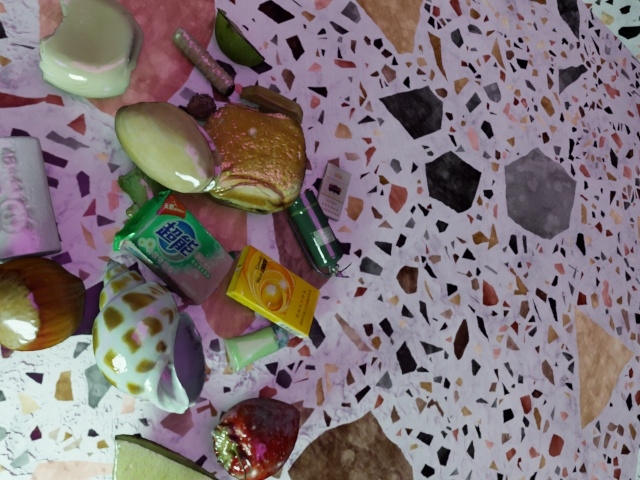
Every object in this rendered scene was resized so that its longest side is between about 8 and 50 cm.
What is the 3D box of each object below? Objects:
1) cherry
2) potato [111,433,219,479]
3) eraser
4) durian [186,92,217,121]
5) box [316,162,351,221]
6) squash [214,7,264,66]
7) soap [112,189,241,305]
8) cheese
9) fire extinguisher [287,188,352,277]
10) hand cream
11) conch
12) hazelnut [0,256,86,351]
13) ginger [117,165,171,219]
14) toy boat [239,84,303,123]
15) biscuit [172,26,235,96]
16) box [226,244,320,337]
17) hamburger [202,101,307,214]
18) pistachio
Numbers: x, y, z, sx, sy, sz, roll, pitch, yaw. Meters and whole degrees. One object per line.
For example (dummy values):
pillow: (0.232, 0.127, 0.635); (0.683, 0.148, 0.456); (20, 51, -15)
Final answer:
cherry: (-0.148, 0.491, 1.233); (0.249, 0.192, 0.175); (-22, 129, -39)
potato: (-0.412, 0.606, 1.111); (0.269, 0.112, 0.255); (33, 70, -16)
eraser: (-0.701, -0.090, 1.097); (0.173, 0.094, 0.271); (-11, 85, -26)
durian: (-0.331, -0.366, 1.357); (0.091, 0.080, 0.080); (-40, 101, 3)
box: (0.038, -0.152, 1.541); (0.089, 0.024, 0.167); (23, 72, -22)
squash: (-0.257, -0.575, 1.419); (0.085, 0.184, 0.192); (-42, 101, 12)
soap: (-0.350, 0.020, 1.220); (0.273, 0.097, 0.218); (54, 55, -35)
cheese: (-0.574, -0.490, 1.220); (0.233, 0.127, 0.266); (18, 71, -24)
fire extinguisher: (0.000, 0.000, 1.457); (0.118, 0.093, 0.295); (-28, 95, -13)
hand cream: (-0.170, 0.284, 1.337); (0.174, 0.046, 0.095); (-18, 87, -25)
conch: (-0.404, 0.218, 1.139); (0.249, 0.197, 0.369); (2, 81, -61)
hazelnut: (-0.613, 0.126, 1.051); (0.209, 0.186, 0.210); (4, 72, -11)
ginger: (-0.441, -0.179, 1.257); (0.137, 0.089, 0.290); (7, 81, -5)
toy boat: (-0.145, -0.401, 1.461); (0.200, 0.077, 0.057); (21, 59, -20)
biscuit: (-0.327, -0.506, 1.392); (0.219, 0.061, 0.055); (45, 64, -13)
box: (-0.121, 0.143, 1.349); (0.269, 0.043, 0.153); (36, 51, -30)
hamburger: (-0.189, -0.222, 1.345); (0.304, 0.174, 0.285); (14, 77, -25)
pistachio: (-0.364, -0.226, 1.162); (0.293, 0.162, 0.182); (36, 106, 2)
